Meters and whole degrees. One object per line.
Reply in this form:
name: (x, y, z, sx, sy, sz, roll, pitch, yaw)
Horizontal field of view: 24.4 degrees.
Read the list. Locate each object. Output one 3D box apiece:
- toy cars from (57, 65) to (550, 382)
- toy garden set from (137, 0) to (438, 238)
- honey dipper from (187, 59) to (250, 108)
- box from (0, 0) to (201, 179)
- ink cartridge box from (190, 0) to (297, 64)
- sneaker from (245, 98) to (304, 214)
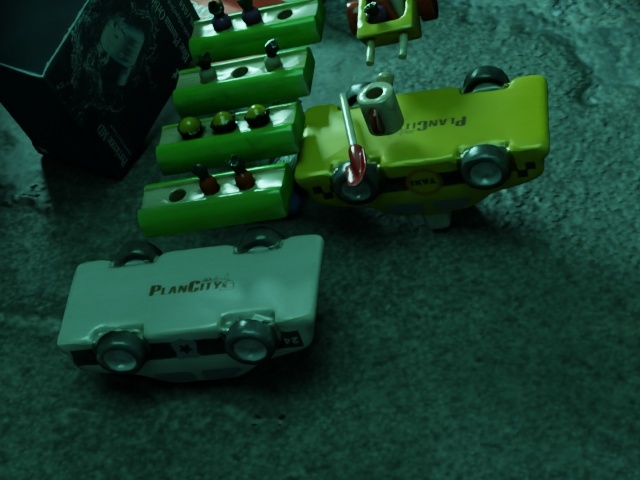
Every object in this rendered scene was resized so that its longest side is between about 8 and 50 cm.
toy cars: (0.000, 0.000, 1.066, 0.393, 0.087, 0.176, -35, 45, -15)
toy garden set: (-0.022, -0.116, 1.090, 0.203, 0.049, 0.244, -9, 42, 16)
honey dipper: (-0.083, -0.129, 1.239, 0.030, 0.030, 0.160, -40, 55, -23)
box: (-0.185, -0.160, 1.180, 0.093, 0.156, 0.158, 19, 70, 25)
ink cartridge box: (-0.073, -0.256, 1.338, 0.181, 0.056, 0.224, 27, 57, 32)
sneaker: (-0.025, -0.077, 1.159, 0.058, 0.052, 0.135, 11, 69, 3)
